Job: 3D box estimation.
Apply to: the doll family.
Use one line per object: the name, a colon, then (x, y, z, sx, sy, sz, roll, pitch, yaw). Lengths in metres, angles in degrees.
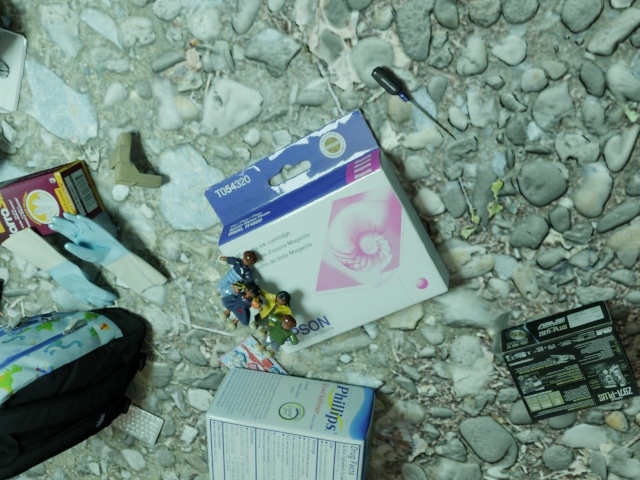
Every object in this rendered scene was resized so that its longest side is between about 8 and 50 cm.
doll family: (-0.106, 0.101, 1.096, 0.193, 0.076, 0.111, 38, 123, 1)

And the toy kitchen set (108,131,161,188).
toy kitchen set: (-0.324, -0.135, 1.142, 0.068, 0.075, 0.083, -14, 74, 55)

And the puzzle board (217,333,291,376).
puzzle board: (-0.125, 0.253, 1.268, 0.096, 0.011, 0.128, -38, 100, 24)

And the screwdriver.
screwdriver: (0.143, -0.205, 1.007, 0.170, 0.024, 0.025, 43, 86, -9)

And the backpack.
backpack: (-0.520, 0.276, 1.174, 0.273, 0.355, 0.290, 27, 114, 5)

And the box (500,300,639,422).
box: (0.411, 0.202, 1.087, 0.180, 0.077, 0.147, -22, 106, 21)

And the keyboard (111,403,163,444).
keyboard: (-0.457, 0.351, 1.384, 0.256, 0.014, 0.072, 26, 116, 1)

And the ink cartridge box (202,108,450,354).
ink cartridge box: (0.000, 0.000, 1.102, 0.324, 0.071, 0.330, -25, 107, 22)

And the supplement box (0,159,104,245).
supplement box: (-0.504, -0.067, 1.179, 0.188, 0.081, 0.104, -12, 110, 18)

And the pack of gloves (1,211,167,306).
pack of gloves: (-0.430, 0.052, 1.182, 0.195, 0.046, 0.232, -24, 129, 26)

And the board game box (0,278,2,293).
board game box: (-0.733, 0.129, 1.333, 0.141, 0.048, 0.170, 24, 116, 4)

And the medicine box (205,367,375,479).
medicine box: (-0.054, 0.405, 1.235, 0.289, 0.149, 0.263, 7, 117, 9)

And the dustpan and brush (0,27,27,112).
dustpan and brush: (-0.619, -0.314, 1.110, 0.211, 0.060, 0.147, 23, 116, 2)
